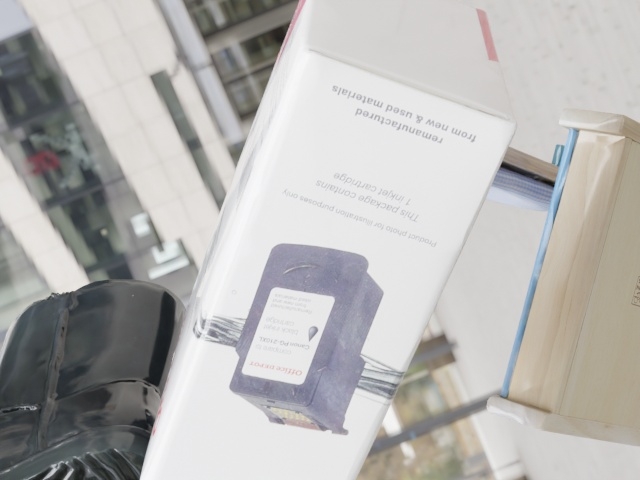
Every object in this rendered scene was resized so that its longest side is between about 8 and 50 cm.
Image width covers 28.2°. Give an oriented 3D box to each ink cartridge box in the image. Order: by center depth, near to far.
[{"bbox_3d":[0.000,0.000,0.635,0.172,0.100,0.237,-84,15,-64],"label":"ink cartridge box"}]

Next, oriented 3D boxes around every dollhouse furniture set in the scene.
[{"bbox_3d":[0.137,0.015,0.953,0.286,0.198,0.303,16,179,-44],"label":"dollhouse furniture set"}]

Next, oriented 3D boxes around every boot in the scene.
[{"bbox_3d":[-0.197,0.126,0.792,0.207,0.247,0.094,-101,-11,-64],"label":"boot"}]
